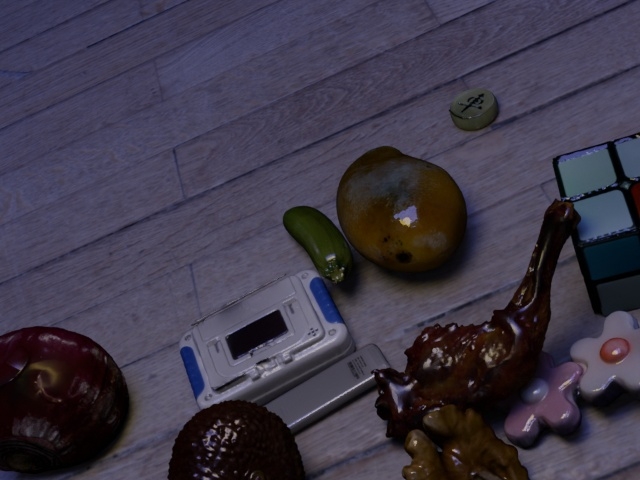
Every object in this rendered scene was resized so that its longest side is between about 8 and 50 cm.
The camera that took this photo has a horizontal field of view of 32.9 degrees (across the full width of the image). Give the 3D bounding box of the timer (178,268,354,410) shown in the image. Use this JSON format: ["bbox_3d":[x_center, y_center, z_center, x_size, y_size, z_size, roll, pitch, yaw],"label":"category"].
[{"bbox_3d":[-0.088,0.156,1.658,0.253,0.078,0.178,-28,43,-1],"label":"timer"}]

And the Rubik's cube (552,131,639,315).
[{"bbox_3d":[0.437,-0.026,1.500,0.183,0.167,0.180,-15,45,16],"label":"Rubik's cube"}]

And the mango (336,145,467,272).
[{"bbox_3d":[0.119,-0.062,1.715,0.193,0.146,0.316,-21,36,-3],"label":"mango"}]

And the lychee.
[{"bbox_3d":[-0.119,0.304,1.456,0.194,0.194,0.194,-14,44,14],"label":"lychee"}]

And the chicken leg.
[{"bbox_3d":[0.227,0.126,1.440,0.407,0.096,0.158,-51,58,16],"label":"chicken leg"}]

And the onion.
[{"bbox_3d":[-0.416,0.228,1.660,0.207,0.206,0.216,-7,48,21],"label":"onion"}]

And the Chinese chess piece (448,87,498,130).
[{"bbox_3d":[0.266,-0.228,1.877,0.084,0.034,0.084,-14,44,14],"label":"Chinese chess piece"}]

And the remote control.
[{"bbox_3d":[-0.017,0.238,1.582,0.261,0.029,0.067,-31,43,0],"label":"remote control"}]

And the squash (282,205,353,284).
[{"bbox_3d":[0.000,0.000,1.748,0.069,0.069,0.258,-33,31,-5],"label":"squash"}]

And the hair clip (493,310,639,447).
[{"bbox_3d":[0.344,0.182,1.424,0.257,0.075,0.146,-22,47,13],"label":"hair clip"}]

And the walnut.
[{"bbox_3d":[0.176,0.292,1.360,0.143,0.170,0.069,-47,2,-22],"label":"walnut"}]
